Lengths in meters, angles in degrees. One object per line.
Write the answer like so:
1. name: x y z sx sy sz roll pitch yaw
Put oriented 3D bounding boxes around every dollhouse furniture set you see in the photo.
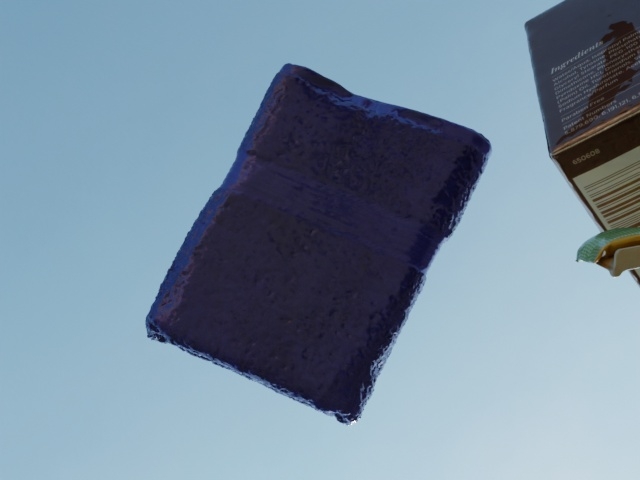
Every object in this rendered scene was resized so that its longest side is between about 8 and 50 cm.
1. dollhouse furniture set: 0.227 -0.023 0.725 0.152 0.076 0.058 -10 -82 -2

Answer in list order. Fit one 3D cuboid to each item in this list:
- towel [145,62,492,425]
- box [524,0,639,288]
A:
1. towel: 0.000 0.000 1.142 0.228 0.076 0.308 23 -109 16
2. box: 0.274 -0.099 0.925 0.167 0.203 0.168 -28 -58 22
